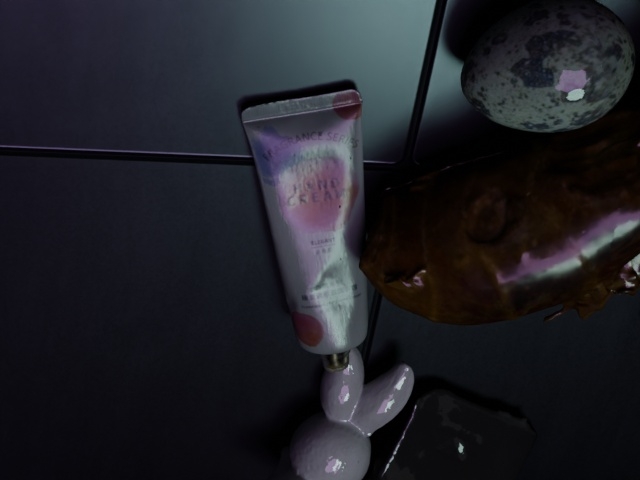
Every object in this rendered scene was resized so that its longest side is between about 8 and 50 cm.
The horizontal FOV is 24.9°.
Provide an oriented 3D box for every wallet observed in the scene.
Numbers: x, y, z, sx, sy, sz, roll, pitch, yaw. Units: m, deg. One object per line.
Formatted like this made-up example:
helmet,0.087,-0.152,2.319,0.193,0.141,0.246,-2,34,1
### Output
wallet,0.116,0.359,1.764,0.197,0.051,0.377,27,91,-28

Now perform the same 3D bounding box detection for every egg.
egg,0.221,-0.170,1.419,0.172,0.132,0.132,-14,129,18

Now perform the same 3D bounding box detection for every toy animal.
toy animal,0.024,0.224,1.715,0.104,0.131,0.220,30,91,7

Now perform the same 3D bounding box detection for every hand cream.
hand cream,0.000,0.000,1.547,0.124,0.077,0.340,-10,123,-3

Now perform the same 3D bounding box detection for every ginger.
ginger,0.254,-0.003,1.522,0.418,0.176,0.254,-19,141,10
